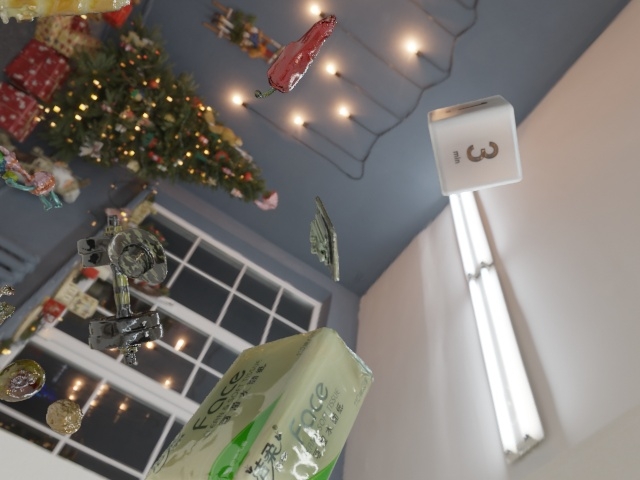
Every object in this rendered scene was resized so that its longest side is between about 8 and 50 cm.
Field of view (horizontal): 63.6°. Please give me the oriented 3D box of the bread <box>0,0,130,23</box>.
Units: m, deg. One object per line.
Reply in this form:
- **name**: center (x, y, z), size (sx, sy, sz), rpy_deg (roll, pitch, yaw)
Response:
- **bread**: center (-0.343, -0.387, 0.628), size (0.239, 0.111, 0.246), rpy_deg (-27, 164, -37)

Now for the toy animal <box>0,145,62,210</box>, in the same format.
- **toy animal**: center (-0.766, -0.154, 1.344), size (0.100, 0.208, 0.103), rpy_deg (-23, -136, 13)

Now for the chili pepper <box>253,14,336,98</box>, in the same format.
- **chili pepper**: center (-0.081, -0.593, 1.701), size (0.388, 0.110, 0.110), rpy_deg (-39, -160, 38)

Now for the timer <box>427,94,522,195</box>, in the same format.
- **timer**: center (0.385, -0.242, 1.307), size (0.195, 0.192, 0.194), rpy_deg (-11, -160, 14)

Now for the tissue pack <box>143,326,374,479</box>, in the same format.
- **tissue pack**: center (-0.119, 0.403, 1.101), size (0.332, 0.205, 0.405), rpy_deg (-23, -162, 38)

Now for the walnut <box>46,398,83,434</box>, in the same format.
- **walnut**: center (-0.648, 0.448, 1.311), size (0.083, 0.096, 0.078), rpy_deg (-20, 119, -56)

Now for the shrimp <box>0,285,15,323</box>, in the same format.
- **shrimp**: center (-0.983, 0.202, 1.566), size (0.173, 0.058, 0.253), rpy_deg (-62, -166, 6)

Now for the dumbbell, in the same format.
- **dumbbell**: center (-0.513, 0.127, 1.328), size (0.185, 0.185, 0.387), rpy_deg (171, -89, -76)

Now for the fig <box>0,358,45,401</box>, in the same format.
- **fig**: center (-0.586, 0.274, 1.009), size (0.098, 0.082, 0.084), rpy_deg (-22, -146, 59)

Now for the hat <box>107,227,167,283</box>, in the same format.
- **hat**: center (-0.336, 0.040, 0.941), size (0.121, 0.121, 0.050), rpy_deg (-52, -169, 28)

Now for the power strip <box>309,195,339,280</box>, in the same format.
- **power strip**: center (0.000, 0.000, 1.536), size (0.213, 0.065, 0.198), rpy_deg (-110, -168, -55)
